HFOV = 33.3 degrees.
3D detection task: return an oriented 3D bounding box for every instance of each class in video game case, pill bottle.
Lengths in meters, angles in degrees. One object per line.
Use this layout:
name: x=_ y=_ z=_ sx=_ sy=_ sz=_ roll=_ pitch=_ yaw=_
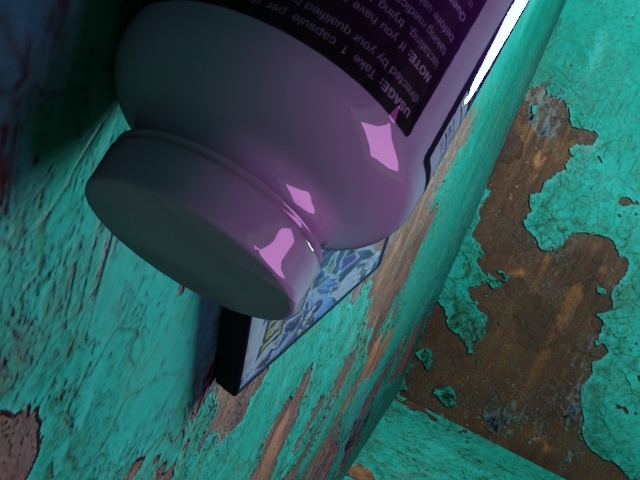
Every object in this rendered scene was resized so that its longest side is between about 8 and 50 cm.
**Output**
video game case: x=0.000 y=0.000 z=1.057 sx=0.248 sy=0.035 sz=0.275 roll=-40 pitch=156 yaw=-35
pill bottle: x=0.008 y=-0.124 z=0.598 sx=0.323 sy=0.181 sz=0.181 roll=-59 pitch=167 yaw=-21
